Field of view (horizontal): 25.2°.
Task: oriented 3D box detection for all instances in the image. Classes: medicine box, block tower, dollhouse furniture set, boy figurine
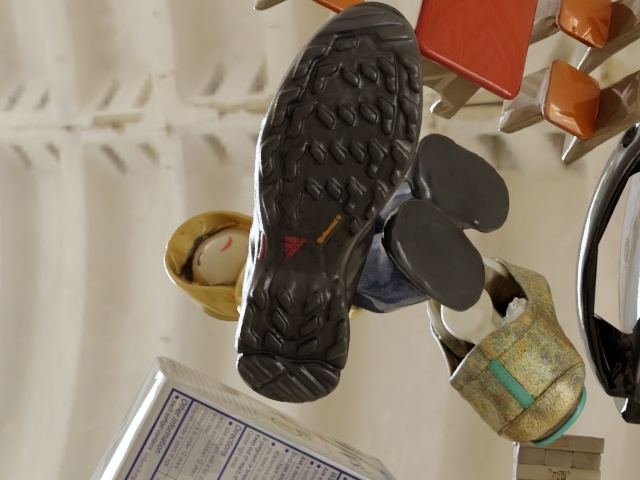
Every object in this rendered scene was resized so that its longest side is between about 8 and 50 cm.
[{"bbox_3d":[-0.099,0.306,1.513,0.263,0.289,0.149,-62,-168,1],"label":"medicine box"},{"bbox_3d":[0.237,0.354,1.503,0.097,0.091,0.335,4,-98,6],"label":"block tower"},{"bbox_3d":[0.120,-0.217,0.974,0.135,0.262,0.259,-32,-141,56],"label":"dollhouse furniture set"},{"bbox_3d":[0.000,0.000,0.967,0.285,0.092,0.177,-9,-127,52],"label":"boy figurine"}]

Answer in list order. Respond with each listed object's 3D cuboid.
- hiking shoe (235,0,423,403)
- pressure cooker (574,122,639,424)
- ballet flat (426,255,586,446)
[{"bbox_3d":[-0.004,-0.028,0.815,0.114,0.086,0.227,-111,-143,-74],"label":"hiking shoe"},{"bbox_3d":[0.457,0.016,1.369,0.375,0.420,0.370,108,-14,-73],"label":"pressure cooker"},{"bbox_3d":[0.144,0.069,1.252,0.348,0.123,0.123,-102,-165,-76],"label":"ballet flat"}]
